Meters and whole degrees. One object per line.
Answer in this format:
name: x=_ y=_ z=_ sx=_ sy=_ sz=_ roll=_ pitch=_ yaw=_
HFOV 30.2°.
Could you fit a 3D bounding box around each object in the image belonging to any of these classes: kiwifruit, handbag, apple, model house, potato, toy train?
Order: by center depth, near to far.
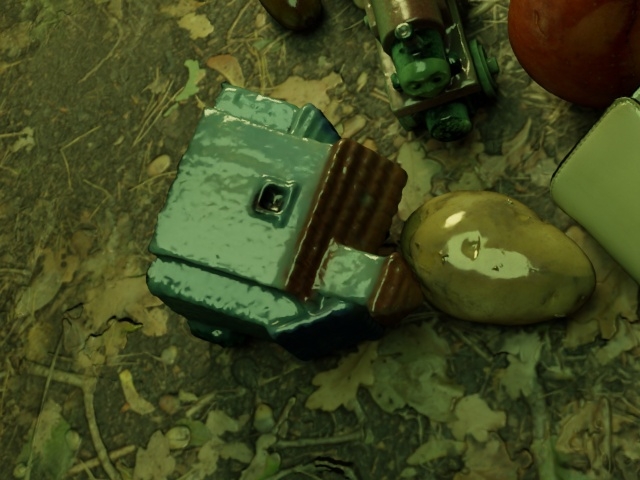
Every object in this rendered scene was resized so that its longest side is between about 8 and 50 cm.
handbag: x=0.446 y=-0.011 z=1.276 sx=0.236 sy=0.160 sz=0.358 roll=-46 pitch=59 yaw=11
apple: x=0.332 y=-0.292 z=1.385 sx=0.206 sy=0.252 sz=0.271 roll=20 pitch=104 yaw=32
potato: x=0.197 y=0.026 z=1.392 sx=0.235 sy=0.128 sz=0.161 roll=39 pitch=94 yaw=26
model house: x=0.000 y=0.000 z=1.438 sx=0.329 sy=0.251 sz=0.294 roll=14 pitch=75 yaw=23
toy train: x=0.119 y=-0.280 z=1.493 sx=0.150 sy=0.221 sz=0.304 roll=-20 pitch=64 yaw=14
kiwifruit: x=-0.047 y=-0.348 z=1.685 sx=0.075 sy=0.075 sz=0.124 roll=-39 pitch=55 yaw=6
